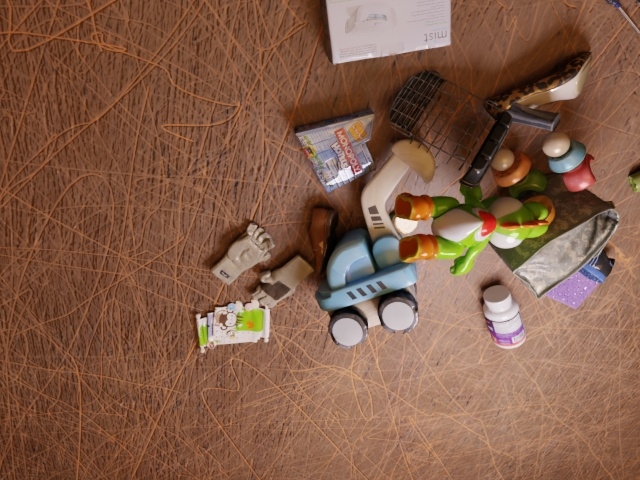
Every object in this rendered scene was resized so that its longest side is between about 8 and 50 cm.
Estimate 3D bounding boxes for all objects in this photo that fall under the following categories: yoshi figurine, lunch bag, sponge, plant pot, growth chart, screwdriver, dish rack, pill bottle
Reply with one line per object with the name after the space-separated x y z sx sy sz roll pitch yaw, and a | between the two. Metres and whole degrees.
0.351 -0.038 1.080 0.361 0.203 0.204 -4 135 -14 | yoshi figurine
0.615 -0.029 1.219 0.169 0.235 0.287 38 109 -25 | lunch bag
0.772 0.135 1.446 0.210 0.031 0.117 23 112 -17 | sponge
0.921 -0.173 1.276 0.079 0.083 0.083 -20 120 20 | plant pot
-0.268 0.262 1.396 0.237 0.021 0.172 -7 118 -4 | growth chart
0.717 -0.547 1.073 0.169 0.024 0.025 26 141 -21 | screwdriver
0.301 -0.275 1.071 0.271 0.074 0.208 32 70 8 | dish rack
0.578 0.240 1.435 0.108 0.108 0.194 -24 118 6 | pill bottle

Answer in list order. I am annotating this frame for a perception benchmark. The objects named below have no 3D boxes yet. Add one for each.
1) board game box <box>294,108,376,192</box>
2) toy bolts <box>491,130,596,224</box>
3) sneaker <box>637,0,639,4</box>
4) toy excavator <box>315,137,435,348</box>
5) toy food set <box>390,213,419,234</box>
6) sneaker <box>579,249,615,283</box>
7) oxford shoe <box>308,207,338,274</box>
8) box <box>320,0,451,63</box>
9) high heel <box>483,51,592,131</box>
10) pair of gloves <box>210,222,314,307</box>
0.063 -0.236 1.141 0.194 0.060 0.194 -26 118 8 | board game box
0.538 -0.161 1.121 0.158 0.218 0.228 35 139 -26 | toy bolts
0.797 -0.585 1.026 0.121 0.111 0.300 -43 121 5 | sneaker
0.148 0.007 1.206 0.432 0.222 0.446 -21 103 16 | toy excavator
0.238 -0.054 1.284 0.083 0.020 0.082 36 109 -23 | toy food set
0.793 0.034 1.374 0.232 0.081 0.091 35 85 -16 | sneaker
0.000 0.000 1.270 0.076 0.076 0.212 18 123 18 | oxford shoe
0.133 -0.518 0.958 0.261 0.127 0.231 -11 120 -1 | box
0.537 -0.389 1.119 0.261 0.186 0.093 -52 144 -15 | high heel
-0.163 0.079 1.298 0.240 0.042 0.204 35 113 -20 | pair of gloves
